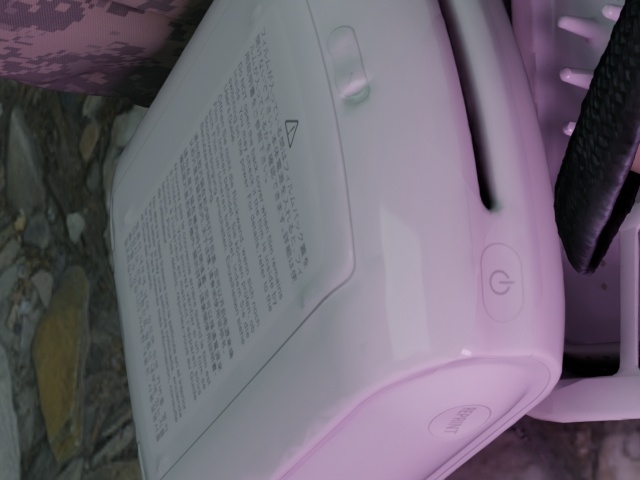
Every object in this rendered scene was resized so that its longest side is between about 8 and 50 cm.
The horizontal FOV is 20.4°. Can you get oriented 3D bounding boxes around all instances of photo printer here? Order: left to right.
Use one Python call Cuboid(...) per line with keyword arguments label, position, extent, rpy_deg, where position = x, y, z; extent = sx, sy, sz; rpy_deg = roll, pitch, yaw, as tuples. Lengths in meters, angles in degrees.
Cuboid(label="photo printer", position=(0.000, 0.000, 0.821), extent=(0.307, 0.107, 0.256), rpy_deg=(129, 136, -53))

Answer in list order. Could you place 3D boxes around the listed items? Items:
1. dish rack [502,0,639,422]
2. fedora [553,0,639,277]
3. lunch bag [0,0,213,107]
Cuboid(label="dish rack", position=(0.187, -0.094, 0.748), extent=(0.285, 0.072, 0.333), rpy_deg=(-9, 80, 44))
Cuboid(label="fedora", position=(0.205, -0.113, 0.548), extent=(0.152, 0.334, 0.334), rpy_deg=(27, 107, 10))
Cuboid(label="lunch bag", position=(-0.137, -0.181, 0.905), extent=(0.256, 0.305, 0.213), rpy_deg=(-38, 61, 33))
